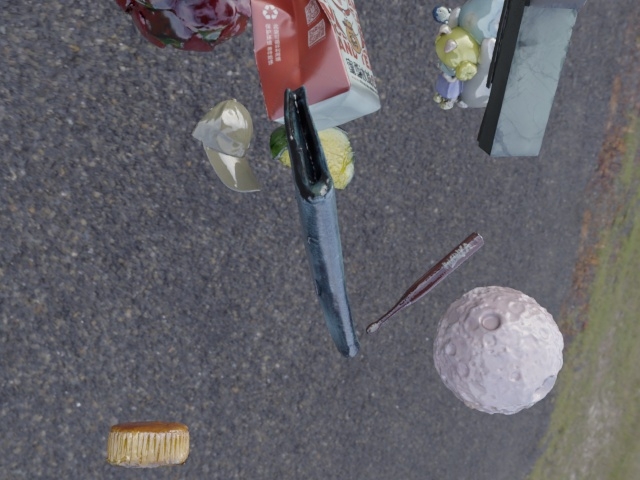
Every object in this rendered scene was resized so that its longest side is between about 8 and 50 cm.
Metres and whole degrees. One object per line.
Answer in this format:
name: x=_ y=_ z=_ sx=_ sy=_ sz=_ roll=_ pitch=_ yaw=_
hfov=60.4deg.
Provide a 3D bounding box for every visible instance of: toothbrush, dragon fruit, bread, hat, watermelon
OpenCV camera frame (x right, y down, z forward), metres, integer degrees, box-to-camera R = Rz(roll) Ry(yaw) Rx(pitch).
toothbrush: x=0.250 y=0.105 z=1.311 sx=0.364 sy=0.041 sz=0.041 roll=-40 pitch=133 yaw=-7
dragon fruit: x=-0.268 y=-0.540 z=1.110 sx=0.329 sy=0.329 sz=0.329 roll=-21 pitch=121 yaw=-39
bread: x=-0.422 y=0.498 z=1.357 sx=0.199 sy=0.199 sz=0.104 roll=18 pitch=69 yaw=-48
hat: x=-0.168 y=-0.204 z=1.194 sx=0.144 sy=0.173 sz=0.166 roll=-55 pitch=171 yaw=20
watermelon: x=-0.011 y=-0.195 z=1.212 sx=0.301 sy=0.123 sz=0.129 roll=18 pitch=81 yaw=-58

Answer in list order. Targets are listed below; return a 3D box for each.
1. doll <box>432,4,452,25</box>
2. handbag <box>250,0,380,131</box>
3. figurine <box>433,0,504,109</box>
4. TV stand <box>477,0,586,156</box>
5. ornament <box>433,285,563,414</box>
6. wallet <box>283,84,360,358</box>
doll: x=0.303 y=-0.491 z=1.242 sx=0.125 sy=0.027 sz=0.037 roll=19 pitch=88 yaw=-25
handbag: x=-0.019 y=-0.338 z=0.882 sx=0.171 sy=0.151 sz=0.297 roll=-6 pitch=83 yaw=-67
figurine: x=0.252 y=-0.324 z=0.854 sx=0.155 sy=0.127 sz=0.235 roll=-15 pitch=148 yaw=-2
TV stand: x=0.174 y=-0.191 z=0.425 sx=0.049 sy=0.040 sz=0.256 roll=-3 pitch=120 yaw=-12
ornament: x=0.362 y=0.228 z=1.118 sx=0.260 sy=0.225 sz=0.259 roll=-19 pitch=128 yaw=-27
wallet: x=0.000 y=0.000 z=0.729 sx=0.046 sy=0.190 sz=0.379 roll=-14 pitch=142 yaw=-2
